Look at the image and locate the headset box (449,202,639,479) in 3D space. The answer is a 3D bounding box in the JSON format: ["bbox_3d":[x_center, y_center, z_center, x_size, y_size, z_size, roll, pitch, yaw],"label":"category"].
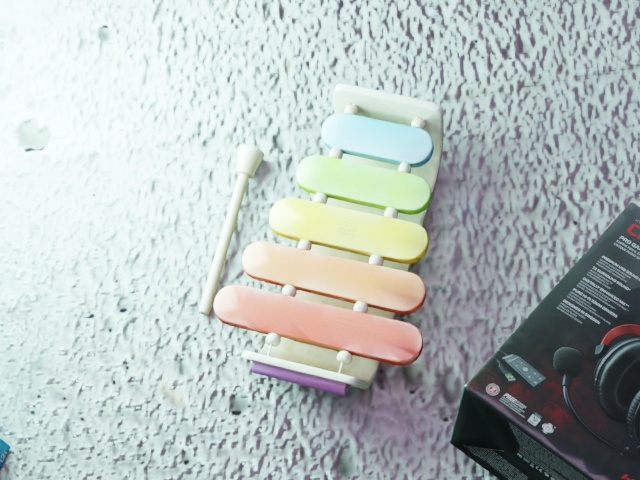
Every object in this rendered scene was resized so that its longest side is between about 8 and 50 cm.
[{"bbox_3d":[0.289,0.120,1.259,0.218,0.110,0.293,36,60,20],"label":"headset box"}]

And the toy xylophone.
[{"bbox_3d":[0.000,0.000,1.407,0.236,0.081,0.323,5,67,12],"label":"toy xylophone"}]

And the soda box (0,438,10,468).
[{"bbox_3d":[-0.417,0.193,1.398,0.210,0.067,0.071,16,70,15],"label":"soda box"}]
